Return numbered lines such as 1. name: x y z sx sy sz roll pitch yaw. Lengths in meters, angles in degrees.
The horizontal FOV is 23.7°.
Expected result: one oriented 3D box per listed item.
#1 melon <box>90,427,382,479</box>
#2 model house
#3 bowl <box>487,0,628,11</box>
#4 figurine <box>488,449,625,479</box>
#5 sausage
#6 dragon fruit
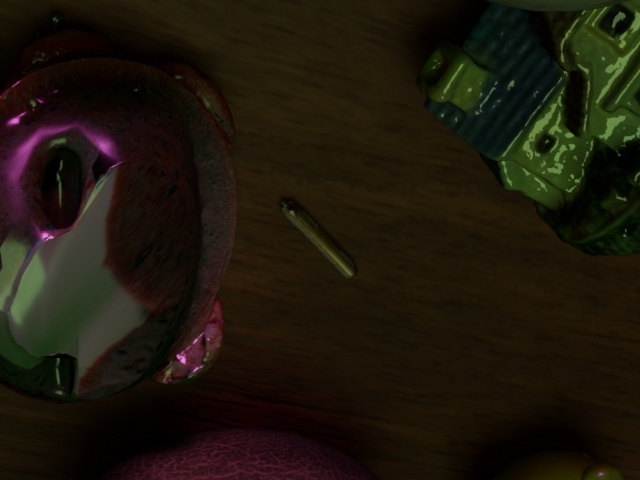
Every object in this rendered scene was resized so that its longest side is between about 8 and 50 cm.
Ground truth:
1. melon: -0.067 0.270 1.241 0.302 0.237 0.237 10 119 -20
2. model house: 0.182 -0.114 1.095 0.189 0.195 0.214 31 107 -21
3. bowl: 0.160 -0.239 0.962 0.313 0.313 0.146 -23 143 0
4. figurine: 0.214 0.289 1.394 0.162 0.143 0.263 -10 141 1
5. sausage: 0.000 0.000 1.216 0.015 0.015 0.100 -38 124 10
6. dragon fruit: -0.174 -0.002 1.069 0.268 0.130 0.295 33 92 -42
